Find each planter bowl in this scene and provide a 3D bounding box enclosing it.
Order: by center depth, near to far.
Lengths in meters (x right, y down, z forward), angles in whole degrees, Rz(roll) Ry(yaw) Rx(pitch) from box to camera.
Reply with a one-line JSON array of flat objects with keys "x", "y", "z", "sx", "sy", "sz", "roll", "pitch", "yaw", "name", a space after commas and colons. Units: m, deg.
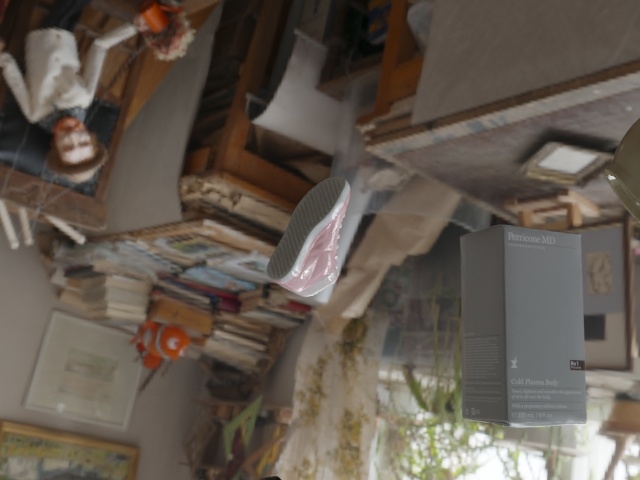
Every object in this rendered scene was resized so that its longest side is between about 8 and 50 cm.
[{"x": 0.438, "y": -0.083, "z": 1.049, "sx": 0.109, "sy": 0.162, "sz": 0.162, "roll": -36, "pitch": 150, "yaw": 8, "name": "planter bowl"}]

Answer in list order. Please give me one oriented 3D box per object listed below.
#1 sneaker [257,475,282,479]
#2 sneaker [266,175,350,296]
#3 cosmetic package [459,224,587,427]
[{"x": 0.021, "y": 0.332, "z": 0.858, "sx": 0.267, "sy": 0.101, "sz": 0.106, "roll": 31, "pitch": -160, "yaw": 13, "name": "sneaker"}, {"x": 0.000, "y": 0.000, "z": 0.882, "sx": 0.051, "sy": 0.134, "sz": 0.070, "roll": 20, "pitch": 164, "yaw": 45, "name": "sneaker"}, {"x": 0.249, "y": 0.105, "z": 1.014, "sx": 0.127, "sy": 0.238, "sz": 0.107, "roll": 3, "pitch": 173, "yaw": -23, "name": "cosmetic package"}]
